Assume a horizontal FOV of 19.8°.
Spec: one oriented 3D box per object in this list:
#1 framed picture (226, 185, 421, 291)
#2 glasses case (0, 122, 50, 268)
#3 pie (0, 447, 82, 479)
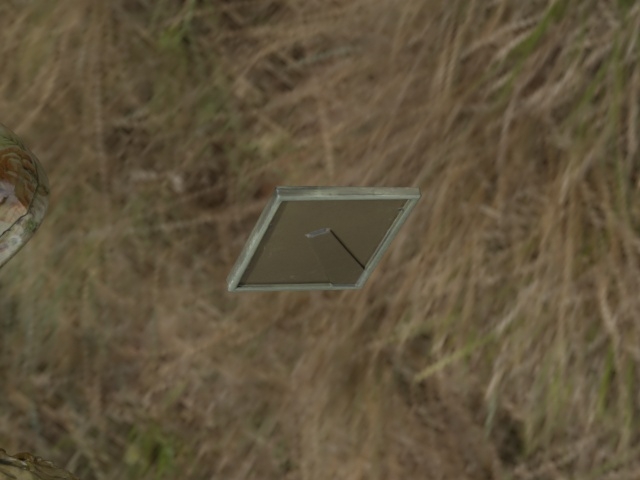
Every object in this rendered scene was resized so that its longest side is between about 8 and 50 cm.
[{"bbox_3d":[0.000,0.000,1.832,0.150,0.015,0.203,-1,152,-18],"label":"framed picture"},{"bbox_3d":[-0.420,0.056,1.618,0.425,0.156,0.098,-41,134,-2],"label":"glasses case"},{"bbox_3d":[-0.181,0.167,0.851,0.046,0.195,0.195,51,134,29],"label":"pie"}]
